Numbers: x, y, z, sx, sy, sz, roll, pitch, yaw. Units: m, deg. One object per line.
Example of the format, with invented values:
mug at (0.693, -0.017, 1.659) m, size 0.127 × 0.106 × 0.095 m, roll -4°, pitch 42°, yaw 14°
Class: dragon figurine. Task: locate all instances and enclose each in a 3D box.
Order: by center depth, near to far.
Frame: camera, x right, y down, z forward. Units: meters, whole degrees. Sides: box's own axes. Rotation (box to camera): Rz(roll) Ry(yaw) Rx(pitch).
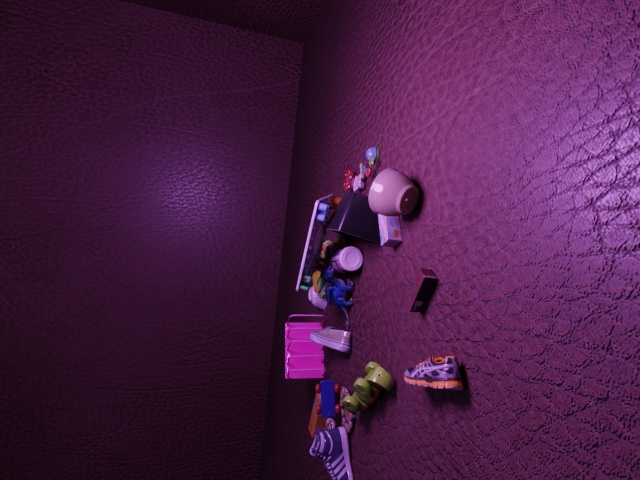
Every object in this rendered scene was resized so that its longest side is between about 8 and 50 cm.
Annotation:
dragon figurine at (0.066, 0.248, 1.844) m, size 0.085 × 0.144 × 0.289 m, roll -140°, pitch 49°, yaw -75°

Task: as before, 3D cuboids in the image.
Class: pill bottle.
pill bottle at (0.108, 0.089, 1.839) m, size 0.193 × 0.108 × 0.108 m, roll 157°, pitch 118°, yaw -72°

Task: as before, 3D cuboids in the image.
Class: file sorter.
file sorter at (-0.074, 0.539, 2.104) m, size 0.182 × 0.202 × 0.291 m, roll 106°, pitch 164°, yaw -60°

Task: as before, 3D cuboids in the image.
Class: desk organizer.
desk organizer at (0.302, 0.150, 1.237) m, size 0.050 × 0.047 × 0.130 m, roll -106°, pitch 26°, yaw -58°

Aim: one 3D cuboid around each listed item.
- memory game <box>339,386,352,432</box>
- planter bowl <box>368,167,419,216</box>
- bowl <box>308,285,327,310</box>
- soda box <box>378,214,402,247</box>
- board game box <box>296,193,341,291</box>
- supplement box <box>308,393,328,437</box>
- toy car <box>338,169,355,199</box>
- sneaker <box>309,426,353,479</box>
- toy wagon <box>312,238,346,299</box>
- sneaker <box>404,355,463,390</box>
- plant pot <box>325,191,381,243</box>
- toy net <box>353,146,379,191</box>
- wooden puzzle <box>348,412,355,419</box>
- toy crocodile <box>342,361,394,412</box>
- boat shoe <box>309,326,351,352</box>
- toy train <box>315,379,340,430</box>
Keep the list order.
memory game at (0.107, 0.719, 1.750) m, size 0.186 × 0.012 × 0.186 m, roll 180°, pitch 90°, yaw -78°
planter bowl at (0.254, -0.146, 1.358) m, size 0.109 × 0.162 × 0.162 m, roll 31°, pitch 117°, yaw 43°
bowl at (-0.018, 0.298, 2.269) m, size 0.170 × 0.080 × 0.170 m, roll -175°, pitch 90°, yaw -74°
soda box at (0.248, -0.070, 1.489) m, size 0.063 × 0.058 × 0.183 m, roll 124°, pitch 149°, yaw -59°
board game box at (0.000, 0.000, 1.840) m, size 0.390 × 0.050 × 0.390 m, roll -43°, pitch -33°, yaw -75°
supplement box at (0.003, 0.836, 1.999) m, size 0.078 × 0.080 × 0.234 m, roll -132°, pitch 52°, yaw -66°
toy car at (0.123, -0.195, 1.992) m, size 0.225 × 0.053 × 0.239 m, roll 131°, pitch 143°, yaw -65°
sneaker at (0.043, 0.913, 1.664) m, size 0.099 × 0.153 × 0.282 m, roll 125°, pitch 143°, yaw -60°
toy wagon at (0.041, 0.121, 2.110) m, size 0.267 × 0.068 × 0.344 m, roll -100°, pitch 25°, yaw -44°
sneaker at (0.303, 0.354, 1.110) m, size 0.215 × 0.084 × 0.083 m, roll -28°, pitch 54°, yaw 61°
plant pot at (0.152, -0.094, 1.648) m, size 0.187 × 0.188 × 0.167 m, roll -165°, pitch 93°, yaw -75°
toy net at (0.198, -0.289, 1.781) m, size 0.232 × 0.045 × 0.122 m, roll 110°, pitch 157°, yaw -47°
wooden puzzle at (0.128, 0.700, 1.724) m, size 0.116 × 0.014 × 0.079 m, roll -103°, pitch 20°, yaw -50°
toy crocodile at (0.167, 0.545, 1.491) m, size 0.115 × 0.105 × 0.341 m, roll -42°, pitch -19°, yaw -42°
boat shoe at (0.053, 0.449, 1.911) m, size 0.302 × 0.109 × 0.094 m, roll -2°, pitch 65°, yaw 58°
toy train at (0.035, 0.756, 1.855) m, size 0.143 × 0.105 × 0.248 m, roll 82°, pitch -174°, yaw -75°
